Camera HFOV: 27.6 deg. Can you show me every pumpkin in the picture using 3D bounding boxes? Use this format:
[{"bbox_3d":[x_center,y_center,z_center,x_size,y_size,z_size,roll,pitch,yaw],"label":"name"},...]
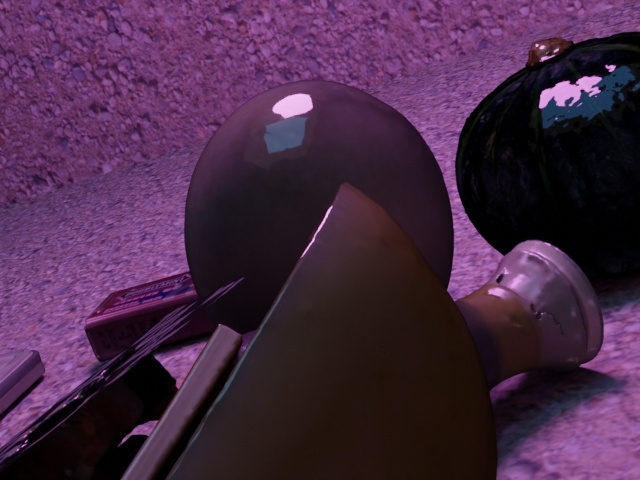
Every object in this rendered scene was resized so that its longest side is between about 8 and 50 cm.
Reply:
[{"bbox_3d":[0.285,-0.102,1.348,0.315,0.238,0.315,-25,15,7],"label":"pumpkin"}]

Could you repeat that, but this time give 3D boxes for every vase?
[{"bbox_3d":[0.075,0.111,1.062,0.321,0.173,0.173,-21,14,-26],"label":"vase"}]

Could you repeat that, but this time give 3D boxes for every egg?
[{"bbox_3d":[0.000,0.000,1.227,0.258,0.258,0.352,-22,-28,-2],"label":"egg"}]

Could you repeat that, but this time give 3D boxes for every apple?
[{"bbox_3d":[-0.061,0.170,0.725,0.311,0.320,0.360,1,47,36],"label":"apple"}]

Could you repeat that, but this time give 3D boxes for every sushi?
[{"bbox_3d":[-0.182,0.149,1.017,0.294,0.059,0.292,-40,5,-20],"label":"sushi"}]

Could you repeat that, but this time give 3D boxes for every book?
[{"bbox_3d":[-0.135,0.202,0.834,0.208,0.020,0.295,-59,-2,-38],"label":"book"}]

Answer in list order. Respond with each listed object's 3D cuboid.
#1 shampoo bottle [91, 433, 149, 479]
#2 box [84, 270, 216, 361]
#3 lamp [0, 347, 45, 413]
[{"bbox_3d":[-0.215,0.250,1.044,0.104,0.104,0.278,-10,19,37],"label":"shampoo bottle"},{"bbox_3d":[-0.176,0.083,1.650,0.224,0.069,0.120,-17,15,16],"label":"box"},{"bbox_3d":[-0.511,0.229,1.637,0.266,0.047,0.269,-14,17,22],"label":"lamp"}]
